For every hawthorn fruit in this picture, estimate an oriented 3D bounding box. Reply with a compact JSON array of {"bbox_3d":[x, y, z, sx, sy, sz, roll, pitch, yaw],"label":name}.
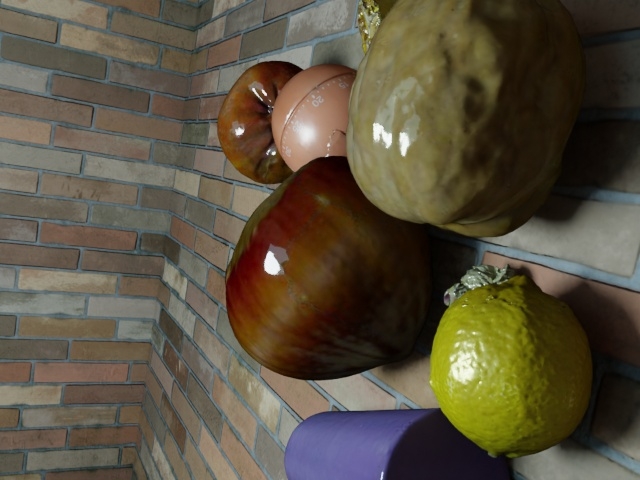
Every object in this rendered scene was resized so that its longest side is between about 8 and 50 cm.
[{"bbox_3d":[-0.103,-0.266,1.432,0.298,0.276,0.277,-142,62,-70],"label":"hawthorn fruit"}]

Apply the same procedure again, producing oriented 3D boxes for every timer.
[{"bbox_3d":[0.024,-0.217,1.195,0.215,0.229,0.230,56,136,24],"label":"timer"}]

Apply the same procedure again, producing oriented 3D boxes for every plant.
[{"bbox_3d":[0.243,0.078,0.910,0.116,0.104,0.122,-25,19,19],"label":"plant"}]

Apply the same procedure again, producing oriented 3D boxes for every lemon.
[{"bbox_3d":[0.232,0.156,0.762,0.192,0.192,0.231,9,89,62],"label":"lemon"}]

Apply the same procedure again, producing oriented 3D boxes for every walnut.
[{"bbox_3d":[0.187,-0.181,0.803,0.306,0.306,0.344,4,85,62],"label":"walnut"}]

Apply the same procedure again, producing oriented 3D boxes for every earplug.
[{"bbox_3d":[0.079,0.371,1.006,0.456,0.215,0.215,156,117,-63],"label":"earplug"}]

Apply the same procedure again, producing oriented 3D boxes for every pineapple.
[{"bbox_3d":[0.121,-0.368,1.120,0.161,0.158,0.335,-19,68,60],"label":"pineapple"}]

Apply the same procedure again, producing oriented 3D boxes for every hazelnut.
[{"bbox_3d":[0.008,0.064,1.060,0.409,0.359,0.359,114,149,-45],"label":"hazelnut"}]
